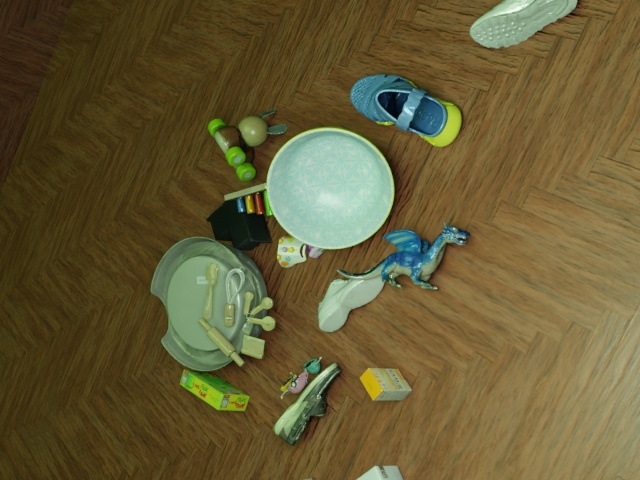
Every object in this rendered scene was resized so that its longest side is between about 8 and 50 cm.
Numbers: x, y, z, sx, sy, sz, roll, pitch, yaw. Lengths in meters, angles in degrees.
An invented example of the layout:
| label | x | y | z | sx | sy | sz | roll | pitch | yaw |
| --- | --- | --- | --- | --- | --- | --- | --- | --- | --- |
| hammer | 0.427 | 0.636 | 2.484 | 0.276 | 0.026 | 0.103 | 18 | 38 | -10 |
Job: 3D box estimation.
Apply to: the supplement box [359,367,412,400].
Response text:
| label | x | y | z | sx | sy | sz | roll | pitch | yaw |
| --- | --- | --- | --- | --- | --- | --- | --- | --- | --- |
| supplement box | 0.139 | 0.305 | 1.591 | 0.036 | 0.099 | 0.062 | -53 | 50 | 25 |

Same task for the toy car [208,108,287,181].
| label | x | y | z | sx | sy | sz | roll | pitch | yaw |
| --- | --- | --- | --- | --- | --- | --- | --- | --- | --- |
| toy car | -0.188 | -0.288 | 2.080 | 0.188 | 0.149 | 0.155 | -33 | 57 | -1 |

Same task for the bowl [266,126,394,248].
| label | x | y | z | sx | sy | sz | roll | pitch | yaw |
| --- | --- | --- | --- | --- | --- | --- | --- | --- | --- |
| bowl | 0.031 | -0.138 | 1.755 | 0.289 | 0.290 | 0.156 | -52 | 6 | 21 |

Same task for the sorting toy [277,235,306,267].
| label | x | y | z | sx | sy | sz | roll | pitch | yaw |
| --- | --- | --- | --- | --- | --- | --- | --- | --- | --- |
| sorting toy | -0.068 | 0.025 | 1.917 | 0.075 | 0.045 | 0.083 | 1 | 79 | 25 |

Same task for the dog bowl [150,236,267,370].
| label | x | y | z | sx | sy | sz | roll | pitch | yaw |
| --- | --- | --- | --- | --- | --- | --- | --- | --- | --- |
| dog bowl | -0.289 | 0.163 | 1.984 | 0.349 | 0.102 | 0.348 | 1 | 92 | 30 |

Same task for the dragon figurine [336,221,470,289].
| label | x | y | z | sx | sy | sz | roll | pitch | yaw |
| --- | --- | --- | --- | --- | --- | --- | --- | --- | --- |
| dragon figurine | 0.184 | 0.028 | 1.615 | 0.289 | 0.085 | 0.143 | 0 | 76 | 33 |

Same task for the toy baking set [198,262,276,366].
| label | x | y | z | sx | sy | sz | roll | pitch | yaw |
| --- | --- | --- | --- | --- | --- | --- | --- | --- | --- |
| toy baking set | -0.213 | 0.182 | 1.865 | 0.256 | 0.030 | 0.196 | 40 | 105 | 17 |

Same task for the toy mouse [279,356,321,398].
| label | x | y | z | sx | sy | sz | roll | pitch | yaw |
| --- | --- | --- | --- | --- | --- | --- | --- | --- | --- |
| toy mouse | -0.038 | 0.319 | 1.758 | 0.143 | 0.161 | 0.031 | -40 | 92 | 24 |

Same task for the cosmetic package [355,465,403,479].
| label | x | y | z | sx | sy | sz | roll | pitch | yaw |
| --- | --- | --- | --- | --- | --- | --- | --- | --- | --- |
| cosmetic package | 0.085 | 0.581 | 1.583 | 0.231 | 0.086 | 0.117 | -42 | 53 | 26 |

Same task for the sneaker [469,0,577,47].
| label | x | y | z | sx | sy | sz | roll | pitch | yaw |
| --- | --- | --- | --- | --- | --- | --- | --- | --- | --- |
| sneaker | 0.420 | -0.482 | 1.558 | 0.235 | 0.090 | 0.094 | -17 | 55 | 36 |

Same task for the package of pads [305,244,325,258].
| label | x | y | z | sx | sy | sz | roll | pitch | yaw |
| --- | --- | --- | --- | --- | --- | --- | --- | --- | --- |
| package of pads | 0.000 | 0.000 | 1.857 | 0.083 | 0.032 | 0.050 | -44 | 49 | 27 |

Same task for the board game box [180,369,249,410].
| label | x | y | z | sx | sy | sz | roll | pitch | yaw |
| --- | --- | --- | --- | --- | --- | --- | --- | --- | --- |
| board game box | -0.281 | 0.395 | 1.978 | 0.181 | 0.092 | 0.043 | 19 | 92 | 45 |

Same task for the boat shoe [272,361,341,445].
| label | x | y | z | sx | sy | sz | roll | pitch | yaw |
| --- | --- | --- | --- | --- | --- | --- | --- | --- | --- |
| boat shoe | -0.019 | 0.382 | 1.748 | 0.073 | 0.080 | 0.223 | 42 | 97 | 12 |

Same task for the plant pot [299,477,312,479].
| label | x | y | z | sx | sy | sz | roll | pitch | yaw |
| --- | --- | --- | --- | --- | --- | --- | --- | --- | --- |
| plant pot | -0.078 | 0.613 | 1.720 | 0.109 | 0.109 | 0.096 | -25 | 75 | 37 |

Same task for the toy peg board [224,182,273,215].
| label | x | y | z | sx | sy | sz | roll | pitch | yaw |
| --- | --- | --- | --- | --- | --- | --- | --- | --- | --- |
| toy peg board | -0.132 | -0.095 | 1.931 | 0.161 | 0.161 | 0.079 | -12 | 85 | 42 |

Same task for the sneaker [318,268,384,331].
| label | x | y | z | sx | sy | sz | roll | pitch | yaw |
| --- | --- | --- | --- | --- | --- | --- | --- | --- | --- |
| sneaker | 0.060 | 0.117 | 1.743 | 0.212 | 0.080 | 0.094 | -44 | 40 | 28 |

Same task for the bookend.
| label | x | y | z | sx | sy | sz | roll | pitch | yaw |
| --- | --- | --- | --- | --- | --- | --- | --- | --- | --- |
| bookend | -0.225 | -0.029 | 2.054 | 0.156 | 0.072 | 0.157 | -39 | 61 | 38 |

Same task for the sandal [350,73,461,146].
| label | x | y | z | sx | sy | sz | roll | pitch | yaw |
| --- | --- | --- | --- | --- | --- | --- | --- | --- | --- |
| sandal | 0.172 | -0.316 | 1.705 | 0.317 | 0.138 | 0.126 | 29 | 102 | 46 |
